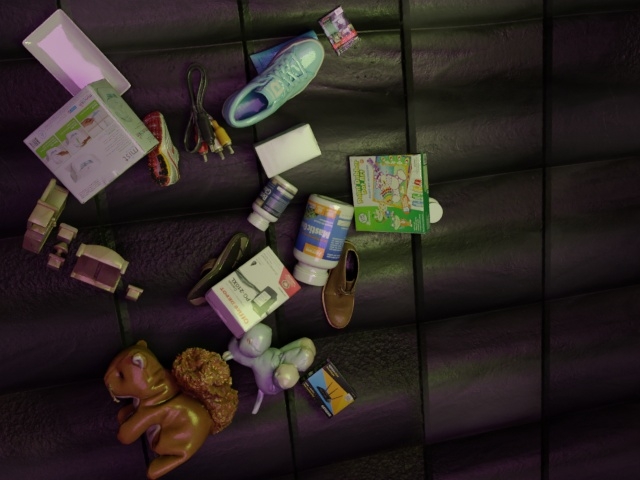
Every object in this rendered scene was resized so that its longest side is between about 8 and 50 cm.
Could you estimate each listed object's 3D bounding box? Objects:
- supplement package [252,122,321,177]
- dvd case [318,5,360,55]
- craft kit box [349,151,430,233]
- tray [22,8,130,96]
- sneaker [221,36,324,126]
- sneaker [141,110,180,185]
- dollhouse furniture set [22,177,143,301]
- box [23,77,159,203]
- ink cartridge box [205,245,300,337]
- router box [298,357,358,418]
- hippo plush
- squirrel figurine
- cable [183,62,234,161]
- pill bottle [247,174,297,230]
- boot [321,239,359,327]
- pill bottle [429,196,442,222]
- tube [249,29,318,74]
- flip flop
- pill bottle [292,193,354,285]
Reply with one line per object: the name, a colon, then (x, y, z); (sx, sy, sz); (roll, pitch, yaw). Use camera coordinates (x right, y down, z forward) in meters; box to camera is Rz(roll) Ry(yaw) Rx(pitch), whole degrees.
supplement package: (-0.105, -0.280, 1.759); (0.179, 0.105, 0.105); (-25, 107, -5)
dvd case: (0.058, -0.644, 1.757); (0.087, 0.013, 0.119); (-36, 109, -2)
craft kit box: (0.219, -0.151, 1.810); (0.061, 0.246, 0.250); (-25, 113, -51)
tray: (-0.686, -0.498, 1.619); (0.145, 0.030, 0.270); (-42, 108, -1)
sneaker: (-0.127, -0.446, 1.670); (0.366, 0.150, 0.135); (-40, 118, 8)
sneaker: (-0.475, -0.271, 1.699); (0.088, 0.092, 0.225); (-8, 91, 21)
dollhouse furniture set: (-0.638, -0.002, 1.651); (0.355, 0.303, 0.174); (26, 59, -18)
box: (-0.634, -0.274, 1.594); (0.262, 0.127, 0.231); (-34, 109, 17)
ink cartridge box: (-0.209, 0.160, 1.772); (0.237, 0.100, 0.172); (-38, 89, -30)
router box: (0.028, 0.519, 2.009); (0.133, 0.046, 0.179); (-37, 108, -2)
hippo plush: (-0.174, 0.367, 1.877); (0.236, 0.234, 0.294); (45, 134, -1)
squirrel figurine: (-0.468, 0.470, 1.799); (0.396, 0.281, 0.371); (-28, 96, -6)
cable: (-0.362, -0.377, 1.720); (0.139, 0.072, 0.287); (-14, 93, 15)
pill bottle: (-0.155, -0.117, 1.792); (0.094, 0.094, 0.169); (34, 94, -17)
boot: (0.073, 0.159, 1.899); (0.112, 0.115, 0.306); (1, 104, -14)
pill bottle: (0.339, -0.104, 1.873); (0.086, 0.152, 0.086); (-3, 104, -11)
tube: (-0.103, -0.565, 1.724); (0.207, 0.052, 0.080); (-26, 102, 0)
flip flop: (-0.326, 0.091, 1.812); (0.277, 0.080, 0.112); (-57, 142, -10)
pill bottle: (0.000, 0.000, 1.823); (0.152, 0.152, 0.272); (14, 99, -15)
